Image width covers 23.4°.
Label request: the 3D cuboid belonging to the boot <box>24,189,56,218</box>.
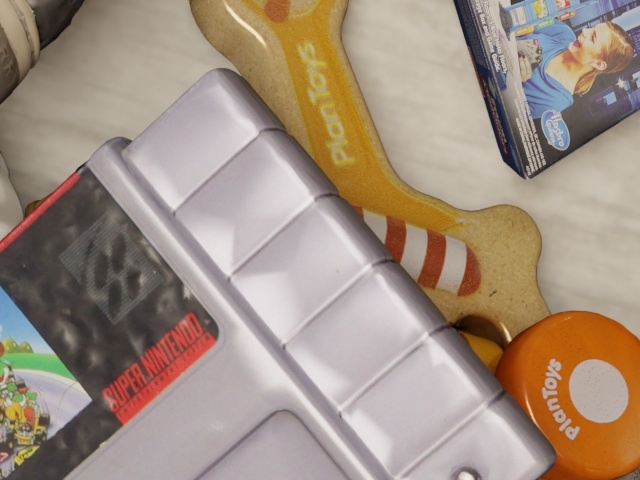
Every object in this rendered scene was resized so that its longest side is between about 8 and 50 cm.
[{"bbox_3d":[-0.187,0.125,0.832,0.269,0.089,0.236,-31,97,8],"label":"boot"}]

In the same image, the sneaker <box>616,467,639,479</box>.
[{"bbox_3d":[0.249,0.205,0.837,0.281,0.105,0.115,25,128,-5],"label":"sneaker"}]

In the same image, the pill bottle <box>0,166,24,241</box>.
[{"bbox_3d":[-0.229,0.015,0.724,0.169,0.094,0.094,-40,93,10],"label":"pill bottle"}]

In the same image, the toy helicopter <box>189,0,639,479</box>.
[{"bbox_3d":[0.000,0.000,0.777,0.235,0.140,0.355,-13,76,-25],"label":"toy helicopter"}]

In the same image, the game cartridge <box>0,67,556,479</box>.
[{"bbox_3d":[-0.104,0.119,0.688,0.355,0.068,0.230,-42,87,11],"label":"game cartridge"}]

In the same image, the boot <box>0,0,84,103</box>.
[{"bbox_3d":[-0.183,-0.237,0.760,0.377,0.138,0.284,32,65,35],"label":"boot"}]

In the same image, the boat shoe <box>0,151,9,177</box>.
[{"bbox_3d":[-0.319,-0.019,0.812,0.302,0.094,0.109,-11,94,2],"label":"boat shoe"}]

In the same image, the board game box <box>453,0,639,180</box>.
[{"bbox_3d":[0.163,-0.156,0.800,0.194,0.060,0.194,-19,105,-1],"label":"board game box"}]
